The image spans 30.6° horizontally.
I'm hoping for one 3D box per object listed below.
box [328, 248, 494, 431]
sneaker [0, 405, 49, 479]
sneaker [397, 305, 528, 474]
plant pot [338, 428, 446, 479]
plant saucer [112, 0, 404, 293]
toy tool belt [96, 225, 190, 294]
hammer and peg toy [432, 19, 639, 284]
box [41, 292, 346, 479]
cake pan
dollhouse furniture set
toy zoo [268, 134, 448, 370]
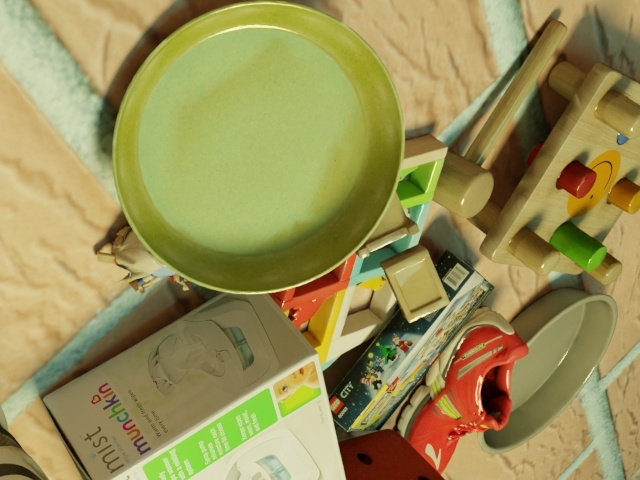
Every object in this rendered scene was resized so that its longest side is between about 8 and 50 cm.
[{"bbox_3d":[0.107,0.123,1.380,0.233,0.044,0.159,-52,163,3],"label":"box"},{"bbox_3d":[-0.252,0.346,1.014,0.169,0.257,0.447,-32,144,-25],"label":"sneaker"},{"bbox_3d":[0.189,0.222,1.543,0.107,0.118,0.279,-13,132,-42],"label":"sneaker"},{"bbox_3d":[0.039,0.378,1.375,0.267,0.267,0.235,-5,129,-48],"label":"plant pot"},{"bbox_3d":[-0.050,-0.075,0.946,0.241,0.037,0.241,-6,110,-17],"label":"plant saucer"},{"bbox_3d":[-0.152,0.020,1.007,0.051,0.052,0.083,-22,147,15],"label":"toy tool belt"},{"bbox_3d":[0.291,-0.083,1.344,0.361,0.127,0.266,10,115,-53],"label":"hammer and peg toy"},{"bbox_3d":[-0.112,0.203,1.136,0.231,0.127,0.262,-30,141,-18],"label":"box"},{"bbox_3d":[0.320,0.186,1.722,0.293,0.054,0.293,-31,143,-27],"label":"cake pan"},{"bbox_3d":[0.000,0.000,1.058,0.161,0.101,0.182,-25,103,-3],"label":"dollhouse furniture set"},{"bbox_3d":[0.023,0.035,1.236,0.192,0.030,0.293,-17,135,-40],"label":"toy zoo"}]
